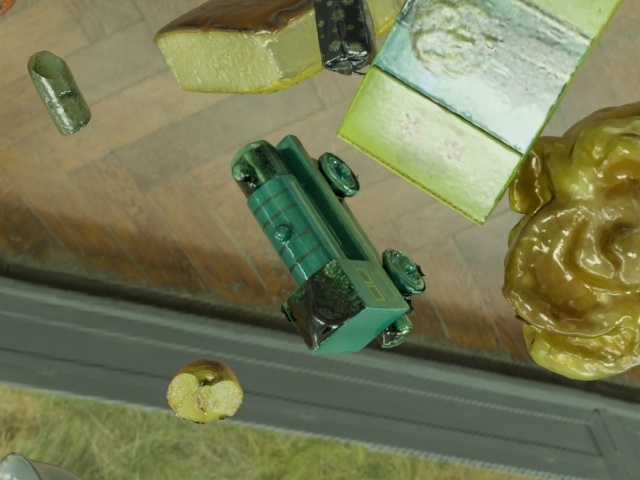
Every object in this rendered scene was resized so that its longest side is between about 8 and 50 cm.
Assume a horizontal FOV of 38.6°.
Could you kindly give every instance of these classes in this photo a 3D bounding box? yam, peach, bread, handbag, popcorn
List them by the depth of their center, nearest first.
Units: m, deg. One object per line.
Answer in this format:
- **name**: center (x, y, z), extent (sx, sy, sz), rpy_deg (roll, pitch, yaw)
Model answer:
- **popcorn**: center (0.313, -0.023, 1.025), extent (0.281, 0.316, 0.297), rpy_deg (31, 152, 21)
- **handbag**: center (0.055, -0.283, 1.291), extent (0.072, 0.115, 0.139), rpy_deg (-15, 165, 24)
- **yam**: center (-0.444, -0.254, 1.554), extent (0.069, 0.070, 0.146), rpy_deg (-21, 105, 8)
- **bread**: center (-0.072, -0.378, 1.601), extent (0.333, 0.323, 0.143), rpy_deg (-37, 120, -36)
- **peach**: center (-0.222, 0.292, 1.809), extent (0.151, 0.118, 0.151), rpy_deg (3, 118, 6)

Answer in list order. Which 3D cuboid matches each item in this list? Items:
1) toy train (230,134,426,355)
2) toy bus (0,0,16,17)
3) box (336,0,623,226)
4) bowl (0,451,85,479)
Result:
- **toy train**: center (0.000, 0.000, 1.109), extent (0.120, 0.298, 0.194), rpy_deg (-43, 156, 23)
- **toy bus**: center (-0.469, -0.321, 1.186), extent (0.192, 0.077, 0.065), rpy_deg (5, 145, 38)
- **box**: center (0.169, -0.201, 0.906), extent (0.187, 0.047, 0.335), rpy_deg (33, 114, 11)
- **bowl**: center (-0.202, 0.262, 0.741), extent (0.086, 0.189, 0.189), rpy_deg (0, 131, -37)
